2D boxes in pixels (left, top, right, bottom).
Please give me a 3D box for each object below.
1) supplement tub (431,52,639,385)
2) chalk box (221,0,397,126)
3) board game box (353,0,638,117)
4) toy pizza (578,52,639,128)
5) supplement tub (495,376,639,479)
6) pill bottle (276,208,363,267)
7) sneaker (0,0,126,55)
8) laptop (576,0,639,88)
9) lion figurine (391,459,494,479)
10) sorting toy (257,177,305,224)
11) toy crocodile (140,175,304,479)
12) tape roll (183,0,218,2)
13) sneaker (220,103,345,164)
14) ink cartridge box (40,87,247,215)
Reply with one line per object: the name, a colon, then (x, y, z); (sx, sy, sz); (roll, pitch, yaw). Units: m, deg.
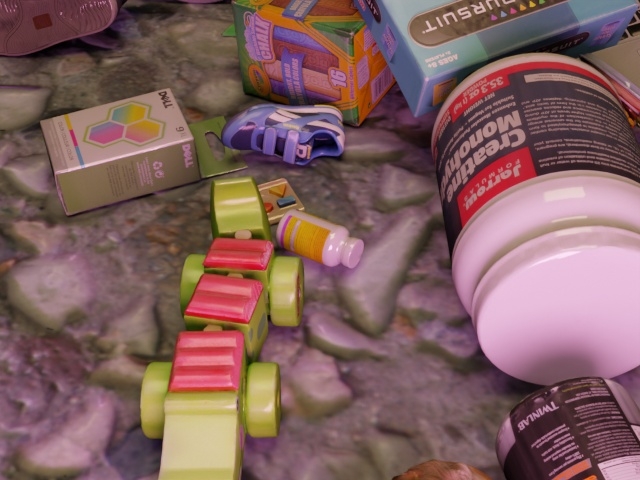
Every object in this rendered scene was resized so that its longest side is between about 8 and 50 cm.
supplement tub: (0.207, -0.026, 0.922); (0.191, 0.191, 0.272); (-3, 42, 1)
chalk box: (-0.018, -0.249, 1.224); (0.213, 0.132, 0.132); (20, 49, 23)
board game box: (0.149, -0.329, 1.118); (0.254, 0.079, 0.336); (-21, 70, -13)
toy pizza: (0.339, -0.120, 1.051); (0.032, 0.201, 0.201); (-50, 46, 13)
supplement tub: (0.210, 0.202, 0.731); (0.117, 0.117, 0.190); (-11, 44, -8)
pill bottle: (0.000, 0.000, 1.019); (0.083, 0.043, 0.043); (21, 49, 25)
sneaker: (-0.364, -0.307, 1.371); (0.222, 0.083, 0.118); (-4, 24, 10)
laptop: (0.405, -0.390, 1.199); (0.382, 0.236, 0.408); (-16, 49, 3)
lion figurine: (-0.013, 0.294, 0.639); (0.392, 0.142, 0.240); (-22, 38, -12)
sorting toy: (-0.065, -0.039, 1.089); (0.083, 0.012, 0.062); (-17, 45, -14)
toy crocodile: (-0.084, 0.079, 0.896); (0.115, 0.105, 0.340); (2, 44, 7)
tape roll: (-0.171, -0.435, 1.373); (0.219, 0.219, 0.072); (2, 43, 7)
sneaker: (-0.038, -0.117, 1.135); (0.144, 0.053, 0.059); (-6, 52, -13)
ink cartridge box: (-0.198, -0.108, 1.138); (0.209, 0.062, 0.109); (-16, 43, -13)
